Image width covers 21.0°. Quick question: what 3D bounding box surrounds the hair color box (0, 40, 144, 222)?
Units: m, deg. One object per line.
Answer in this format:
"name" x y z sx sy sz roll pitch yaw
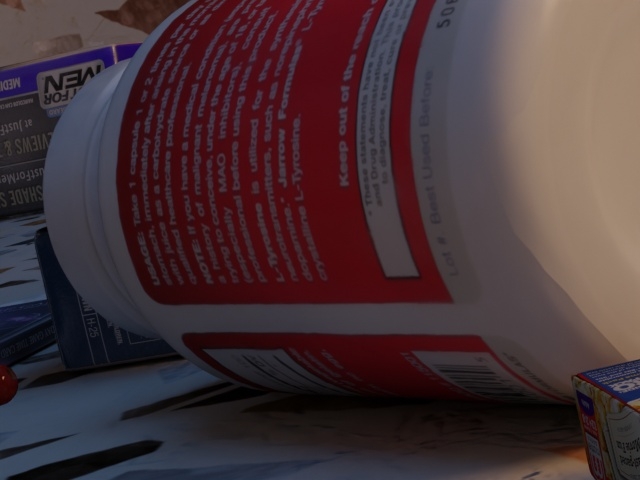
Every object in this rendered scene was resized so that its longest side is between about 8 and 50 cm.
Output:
"hair color box" -0.124 -0.089 1.278 0.185 0.110 0.339 -9 6 28

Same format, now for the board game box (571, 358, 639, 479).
"board game box" 0.181 0.064 0.574 0.147 0.045 0.193 -13 7 -5

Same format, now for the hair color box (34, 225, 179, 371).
"hair color box" 0.000 0.000 1.192 0.347 0.105 0.174 -10 7 19

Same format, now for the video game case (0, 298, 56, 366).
"video game case" -0.310 0.091 1.350 0.196 0.026 0.274 -10 6 19

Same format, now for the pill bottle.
"pill bottle" 0.033 -0.034 0.879 0.229 0.229 0.408 -18 9 -38

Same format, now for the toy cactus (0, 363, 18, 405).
"toy cactus" -0.243 0.117 0.796 0.180 0.112 0.219 -30 3 19
